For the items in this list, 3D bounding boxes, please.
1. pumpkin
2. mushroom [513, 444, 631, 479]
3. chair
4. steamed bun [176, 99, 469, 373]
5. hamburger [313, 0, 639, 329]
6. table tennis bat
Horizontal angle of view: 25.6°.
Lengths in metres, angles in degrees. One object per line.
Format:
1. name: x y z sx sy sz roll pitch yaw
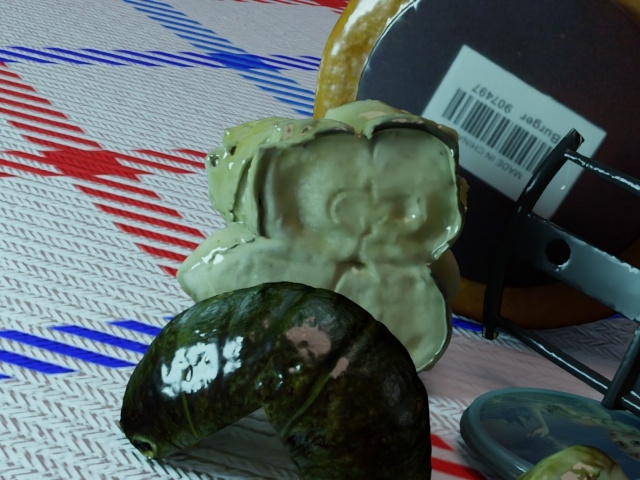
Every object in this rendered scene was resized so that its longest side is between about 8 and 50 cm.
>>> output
1. pumpkin: -0.020 0.078 0.791 0.183 0.107 0.119 14 26 13
2. mushroom: 0.225 0.193 0.627 0.333 0.087 0.107 26 -2 21
3. chair: 0.250 0.053 0.899 0.141 0.154 0.260 10 17 -48
4. steamed bun: 0.000 0.000 0.929 0.192 0.177 0.106 -5 13 -5
5. hamburger: 0.175 -0.104 1.076 0.330 0.330 0.250 16 20 13
6. table tennis bat: 0.182 0.142 0.820 0.149 0.038 0.237 3 19 -34
